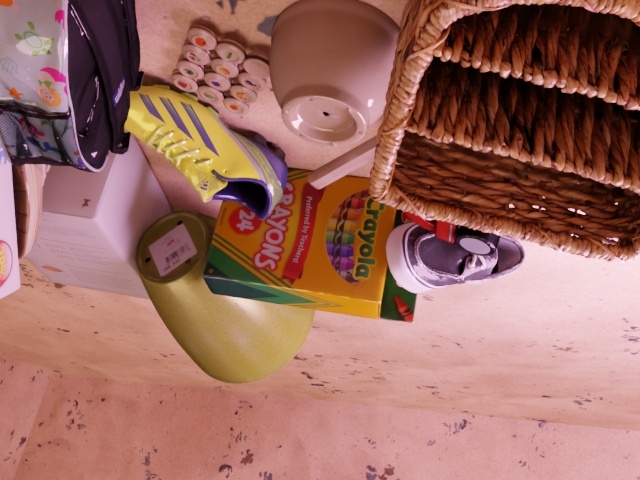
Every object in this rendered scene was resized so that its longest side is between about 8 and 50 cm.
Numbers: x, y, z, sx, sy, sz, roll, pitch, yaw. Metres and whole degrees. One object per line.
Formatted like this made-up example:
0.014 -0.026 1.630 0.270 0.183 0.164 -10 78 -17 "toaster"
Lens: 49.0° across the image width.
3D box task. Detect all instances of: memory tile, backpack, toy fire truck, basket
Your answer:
-0.126 -0.209 0.882 0.113 0.012 0.148 23 157 -14 "memory tile"
-0.277 -0.217 0.700 0.191 0.225 0.253 11 153 -10 "backpack"
0.128 -0.083 0.922 0.246 0.159 0.217 18 158 15 "toy fire truck"
0.219 -0.136 0.648 0.299 0.223 0.213 15 156 -5 "basket"

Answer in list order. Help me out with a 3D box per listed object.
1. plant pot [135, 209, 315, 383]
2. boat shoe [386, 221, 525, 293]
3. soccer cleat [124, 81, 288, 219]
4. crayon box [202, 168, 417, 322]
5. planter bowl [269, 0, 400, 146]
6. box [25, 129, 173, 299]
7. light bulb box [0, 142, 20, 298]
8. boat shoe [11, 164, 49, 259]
-0.187 0.077 1.245 0.274 0.275 0.293 1 152 23 "plant pot"
0.217 0.022 1.068 0.102 0.108 0.301 -18 163 39 "boat shoe"
-0.172 -0.122 0.979 0.289 0.121 0.093 25 153 -27 "soccer cleat"
0.000 0.000 1.074 0.318 0.202 0.081 7 156 7 "crayon box"
0.013 -0.176 0.792 0.162 0.109 0.162 10 155 4 "planter bowl"
-0.399 -0.049 1.189 0.214 0.168 0.345 10 156 6 "box"
-0.588 -0.098 0.837 0.360 0.225 0.358 15 115 17 "light bulb box"
-0.404 -0.119 0.940 0.109 0.098 0.303 15 116 17 "boat shoe"
